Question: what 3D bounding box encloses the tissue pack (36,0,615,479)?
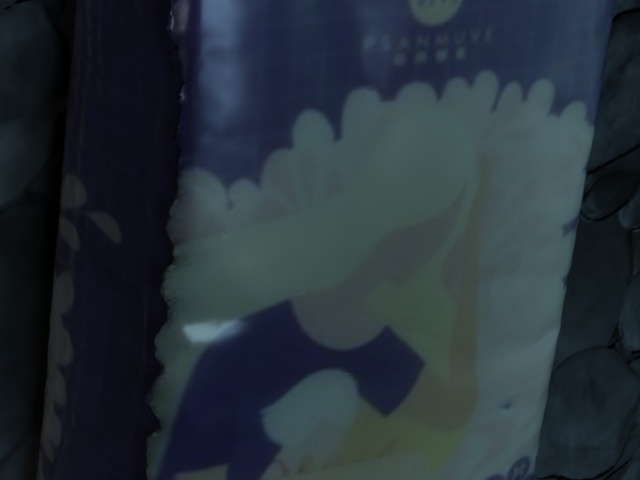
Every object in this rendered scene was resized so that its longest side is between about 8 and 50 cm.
[{"bbox_3d":[0.000,0.000,0.891,0.242,0.125,0.344,-10,117,-35],"label":"tissue pack"}]
